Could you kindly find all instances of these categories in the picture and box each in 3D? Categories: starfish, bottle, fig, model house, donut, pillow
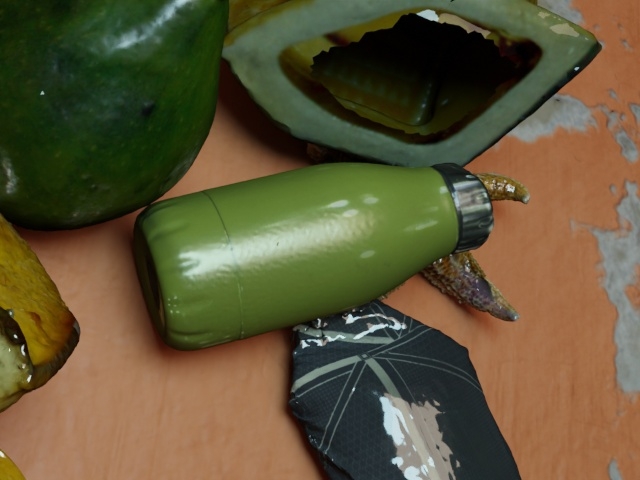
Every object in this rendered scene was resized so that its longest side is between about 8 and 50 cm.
[{"bbox_3d":[0.079,-0.010,0.932,0.238,0.071,0.216,-26,91,-25],"label":"starfish"},{"bbox_3d":[0.000,0.000,0.804,0.260,0.112,0.112,-14,79,-18],"label":"bottle"},{"bbox_3d":[-0.149,-0.118,0.719,0.195,0.245,0.195,25,50,-33],"label":"fig"},{"bbox_3d":[0.052,-0.182,0.914,0.268,0.173,0.239,20,27,-17],"label":"model house"},{"bbox_3d":[-0.230,0.007,0.617,0.259,0.152,0.101,44,93,14],"label":"donut"},{"bbox_3d":[0.084,0.198,0.833,0.161,0.092,0.335,-14,79,-32],"label":"pillow"}]

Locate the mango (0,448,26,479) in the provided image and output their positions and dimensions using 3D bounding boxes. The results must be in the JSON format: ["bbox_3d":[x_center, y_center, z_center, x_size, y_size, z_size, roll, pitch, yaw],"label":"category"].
[{"bbox_3d":[-0.302,0.126,0.557,0.350,0.199,0.201,29,40,-28],"label":"mango"}]
